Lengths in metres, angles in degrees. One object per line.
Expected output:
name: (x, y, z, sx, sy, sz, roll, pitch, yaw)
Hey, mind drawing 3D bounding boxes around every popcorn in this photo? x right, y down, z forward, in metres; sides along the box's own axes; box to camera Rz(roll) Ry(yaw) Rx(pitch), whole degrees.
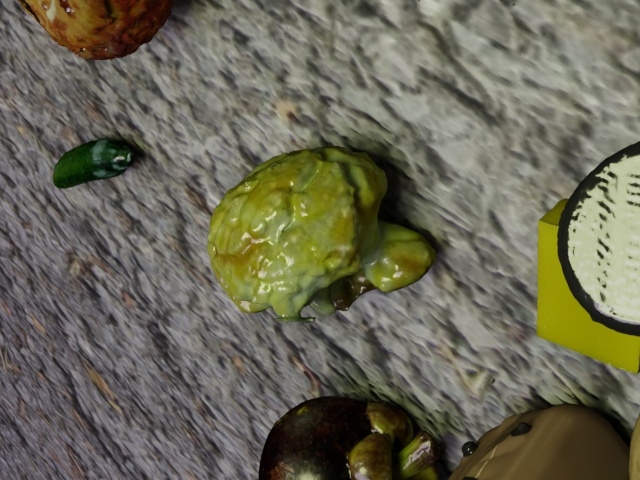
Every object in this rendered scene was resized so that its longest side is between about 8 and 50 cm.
popcorn: (0.000, 0.000, 0.858, 0.212, 0.198, 0.198, 22, 141, -11)

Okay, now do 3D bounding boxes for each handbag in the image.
handbag: (0.202, 0.322, 0.761, 0.283, 0.302, 0.149, 51, 141, 0)

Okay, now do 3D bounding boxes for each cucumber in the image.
cucumber: (-0.311, -0.106, 1.205, 0.250, 0.056, 0.056, -6, 111, 50)

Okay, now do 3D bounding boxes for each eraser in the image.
eraser: (0.231, 0.038, 0.730, 0.097, 0.045, 0.122, 18, 128, 38)

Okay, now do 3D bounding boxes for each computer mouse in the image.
computer mouse: (0.301, 0.000, 0.595, 0.264, 0.088, 0.147, 7, 97, 36)

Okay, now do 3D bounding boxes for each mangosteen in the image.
mangosteen: (0.040, 0.262, 0.986, 0.217, 0.192, 0.192, -28, 94, 37)

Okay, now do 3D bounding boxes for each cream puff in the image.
cream puff: (-0.230, -0.309, 0.894, 0.240, 0.164, 0.240, 44, 147, 39)

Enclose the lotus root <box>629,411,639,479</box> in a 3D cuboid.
lotus root: (0.316, 0.182, 0.665, 0.154, 0.140, 0.257, 27, 139, 41)
